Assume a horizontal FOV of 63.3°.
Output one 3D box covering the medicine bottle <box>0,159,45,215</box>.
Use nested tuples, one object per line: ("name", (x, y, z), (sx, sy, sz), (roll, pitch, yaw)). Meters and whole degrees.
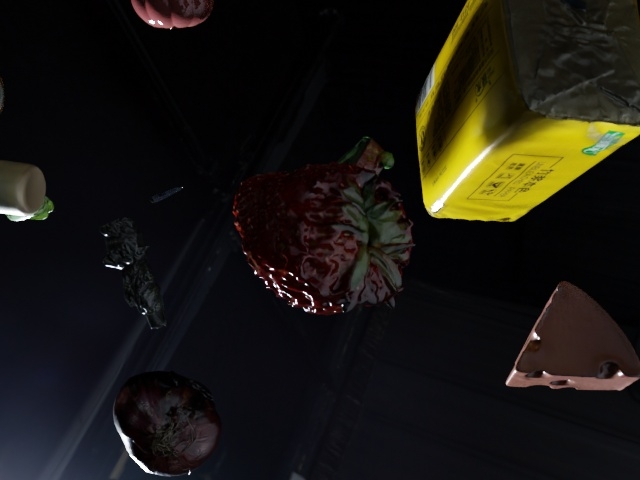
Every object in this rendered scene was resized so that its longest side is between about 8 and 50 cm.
("medicine bottle", (-0.732, -0.122, 1.102), (0.114, 0.252, 0.114), (-172, 90, -88))

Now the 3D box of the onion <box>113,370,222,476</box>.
("onion", (-0.372, 0.426, 1.237), (0.221, 0.281, 0.281), (-43, -30, -5))

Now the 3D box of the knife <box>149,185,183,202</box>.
("knife", (-0.512, -0.157, 1.730), (0.121, 0.018, 0.031), (-32, -11, -27))

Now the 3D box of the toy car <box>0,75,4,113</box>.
("toy car", (-0.616, -0.246, 0.839), (0.235, 0.234, 0.145), (-17, -62, -64))

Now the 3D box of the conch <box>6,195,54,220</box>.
("conch", (-0.817, -0.089, 1.462), (0.105, 0.170, 0.080), (21, -116, -47))

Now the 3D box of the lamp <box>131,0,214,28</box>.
("lamp", (-0.329, -0.546, 1.151), (0.182, 0.181, 0.140), (-44, -40, -52))

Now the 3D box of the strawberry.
("strawberry", (0.001, -0.004, 0.823), (0.261, 0.257, 0.261), (11, -105, -46))

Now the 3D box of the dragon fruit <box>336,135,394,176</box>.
("dragon fruit", (0.119, -0.227, 1.715), (0.295, 0.130, 0.268), (-38, 12, 45))

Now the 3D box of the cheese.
("cheese", (0.460, 0.203, 0.917), (0.203, 0.177, 0.128), (-53, -24, -20))

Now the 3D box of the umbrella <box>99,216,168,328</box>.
("umbrella", (-0.547, 0.101, 1.517), (0.128, 0.154, 0.337), (-22, -81, -33))

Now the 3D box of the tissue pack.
("tissue pack", (0.317, -0.229, 0.854), (0.382, 0.228, 0.294), (110, 161, -71))
